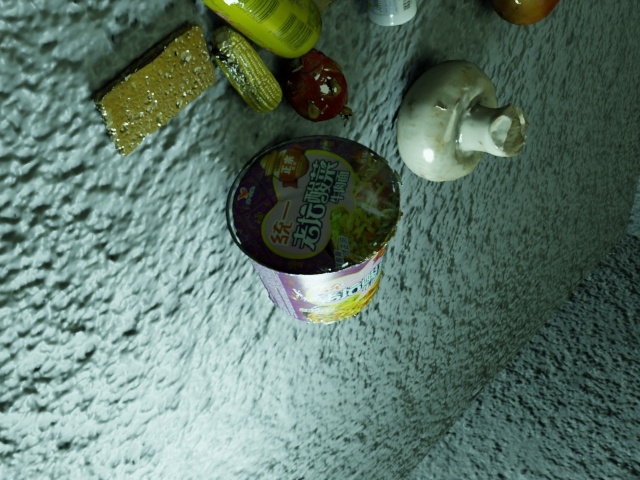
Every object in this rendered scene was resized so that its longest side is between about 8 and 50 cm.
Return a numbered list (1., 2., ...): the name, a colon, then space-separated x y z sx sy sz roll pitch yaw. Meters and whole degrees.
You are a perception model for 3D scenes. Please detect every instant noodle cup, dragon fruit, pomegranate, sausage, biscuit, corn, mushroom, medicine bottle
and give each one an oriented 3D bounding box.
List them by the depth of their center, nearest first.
1. biscuit: -0.265 -0.250 1.418 0.231 0.025 0.131 -45 145 -28
2. sausage: -0.103 -0.402 1.451 0.347 0.123 0.123 26 90 -59
3. corn: -0.131 -0.299 1.540 0.072 0.072 0.203 -56 146 -12
4. dragon fruit: 0.007 -0.285 1.704 0.125 0.125 0.246 -65 155 -3
5. medicine bottle: 0.135 -0.530 1.725 0.103 0.103 0.186 -45 144 -28
6. instant noodle cup: 0.000 0.000 1.727 0.340 0.340 0.266 -48 153 -24
7. mushroom: 0.333 -0.261 2.029 0.297 0.290 0.297 -33 137 -38
8. pomegranate: 0.499 -0.622 2.123 0.191 0.191 0.191 -35 138 -38

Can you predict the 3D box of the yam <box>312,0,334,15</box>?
1. yam: -0.064 -0.481 1.507 0.300 0.066 0.066 26 90 -58
